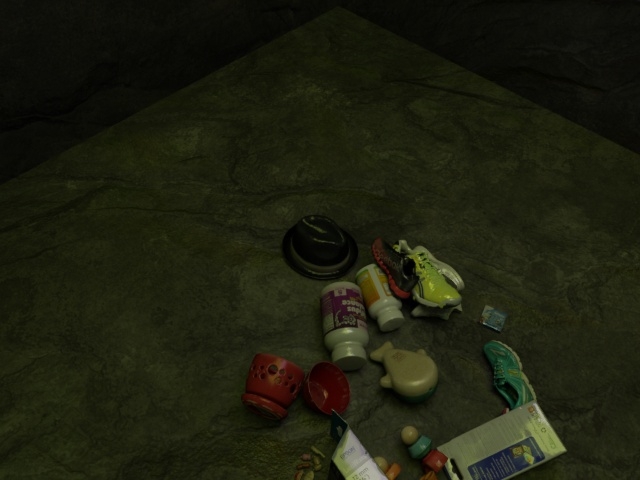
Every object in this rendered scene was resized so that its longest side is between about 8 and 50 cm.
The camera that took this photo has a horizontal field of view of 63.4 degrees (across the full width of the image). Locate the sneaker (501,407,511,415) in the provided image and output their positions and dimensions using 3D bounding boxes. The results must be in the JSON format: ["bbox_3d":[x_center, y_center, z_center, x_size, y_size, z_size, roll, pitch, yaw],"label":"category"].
[{"bbox_3d":[0.654,0.654,1.745,0.074,0.063,0.171,3,57,1],"label":"sneaker"}]

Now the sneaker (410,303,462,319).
[{"bbox_3d":[0.461,0.275,2.030,0.212,0.080,0.094,-16,66,-16],"label":"sneaker"}]

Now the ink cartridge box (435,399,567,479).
[{"bbox_3d":[0.578,0.679,1.675,0.370,0.069,0.176,-27,55,4],"label":"ink cartridge box"}]

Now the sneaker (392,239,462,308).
[{"bbox_3d":[0.391,0.132,2.019,0.145,0.147,0.384,-13,34,-36],"label":"sneaker"}]

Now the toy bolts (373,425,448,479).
[{"bbox_3d":[0.280,0.689,1.615,0.228,0.218,0.158,-34,74,-34],"label":"toy bolts"}]

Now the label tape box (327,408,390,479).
[{"bbox_3d":[0.100,0.712,1.557,0.115,0.249,0.348,-30,59,-23],"label":"label tape box"}]

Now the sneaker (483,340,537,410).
[{"bbox_3d":[0.660,0.477,1.836,0.109,0.107,0.275,2,47,-31],"label":"sneaker"}]

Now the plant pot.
[{"bbox_3d":[-0.169,0.500,1.757,0.191,0.191,0.174,18,60,12],"label":"plant pot"}]

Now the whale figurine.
[{"bbox_3d":[0.298,0.471,1.851,0.216,0.141,0.272,-32,35,-24],"label":"whale figurine"}]

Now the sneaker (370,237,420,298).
[{"bbox_3d":[0.292,0.084,1.988,0.097,0.135,0.276,8,44,-40],"label":"sneaker"}]

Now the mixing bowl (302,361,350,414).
[{"bbox_3d":[0.005,0.520,1.781,0.181,0.098,0.182,23,48,-28],"label":"mixing bowl"}]

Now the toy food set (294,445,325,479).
[{"bbox_3d":[-0.042,0.737,1.681,0.077,0.019,0.122,32,65,21],"label":"toy food set"}]

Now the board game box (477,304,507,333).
[{"bbox_3d":[0.678,0.309,2.040,0.090,0.020,0.090,24,54,16],"label":"board game box"}]

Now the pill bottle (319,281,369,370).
[{"bbox_3d":[0.090,0.317,1.918,0.169,0.169,0.302,-3,52,-5],"label":"pill bottle"}]

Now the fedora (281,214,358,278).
[{"bbox_3d":[0.000,0.000,2.173,0.333,0.153,0.334,1,52,-1],"label":"fedora"}]

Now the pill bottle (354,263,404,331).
[{"bbox_3d":[0.235,0.224,2.016,0.136,0.136,0.246,-13,54,-12],"label":"pill bottle"}]

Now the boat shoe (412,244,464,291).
[{"bbox_3d":[0.464,0.133,2.128,0.096,0.098,0.277,-32,50,-23],"label":"boat shoe"}]
